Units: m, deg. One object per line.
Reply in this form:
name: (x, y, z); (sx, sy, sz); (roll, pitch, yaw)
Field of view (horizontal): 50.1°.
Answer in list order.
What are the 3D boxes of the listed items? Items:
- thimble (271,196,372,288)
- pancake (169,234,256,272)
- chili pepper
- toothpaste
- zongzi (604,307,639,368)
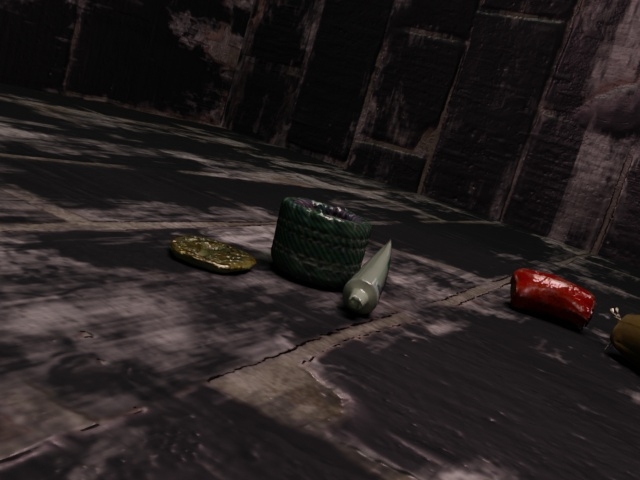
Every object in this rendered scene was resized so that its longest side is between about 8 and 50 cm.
thimble: (-0.001, 0.000, 0.858); (0.118, 0.090, 0.135); (16, 10, -9)
pancake: (-0.127, 0.015, 0.789); (0.107, 0.017, 0.108); (13, 12, -3)
chili pepper: (0.343, 0.085, 1.026); (0.123, 0.071, 0.073); (21, 28, 11)
toothpaste: (0.063, 0.047, 0.824); (0.041, 0.064, 0.218); (14, 14, 11)
zongzi: (0.474, 0.163, 0.880); (0.178, 0.081, 0.189); (36, -8, -12)
